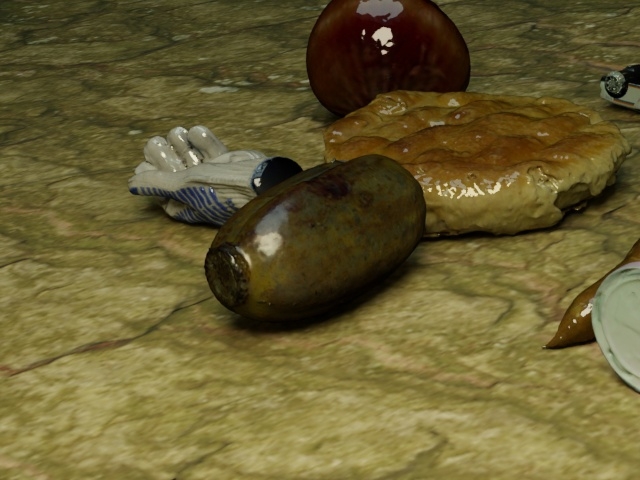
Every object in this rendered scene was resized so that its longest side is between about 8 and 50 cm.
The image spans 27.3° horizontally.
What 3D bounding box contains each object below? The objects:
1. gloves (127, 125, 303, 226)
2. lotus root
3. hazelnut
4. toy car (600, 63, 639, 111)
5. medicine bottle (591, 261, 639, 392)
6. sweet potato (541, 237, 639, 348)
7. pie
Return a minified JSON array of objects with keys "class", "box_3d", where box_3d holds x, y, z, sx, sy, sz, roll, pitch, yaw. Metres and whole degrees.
[{"class":"gloves","box_3d":[-0.113,-0.061,1.373,0.119,0.097,0.229,-14,24,-43]},{"class":"lotus root","box_3d":[0.000,0.000,1.168,0.241,0.123,0.124,-31,6,-40]},{"class":"hazelnut","box_3d":[0.088,-0.222,1.624,0.204,0.178,0.178,19,15,-20]},{"class":"toy car","box_3d":[0.422,-0.171,1.543,0.095,0.056,0.205,-23,32,-35]},{"class":"medicine bottle","box_3d":[0.394,-0.002,1.082,0.426,0.108,0.108,-25,29,-37]},{"class":"sweet potato","box_3d":[0.289,0.022,1.118,0.273,0.067,0.067,-27,30,-30]},{"class":"pie","box_3d":[0.157,-0.088,1.392,0.339,0.083,0.339,-3,23,1]}]
